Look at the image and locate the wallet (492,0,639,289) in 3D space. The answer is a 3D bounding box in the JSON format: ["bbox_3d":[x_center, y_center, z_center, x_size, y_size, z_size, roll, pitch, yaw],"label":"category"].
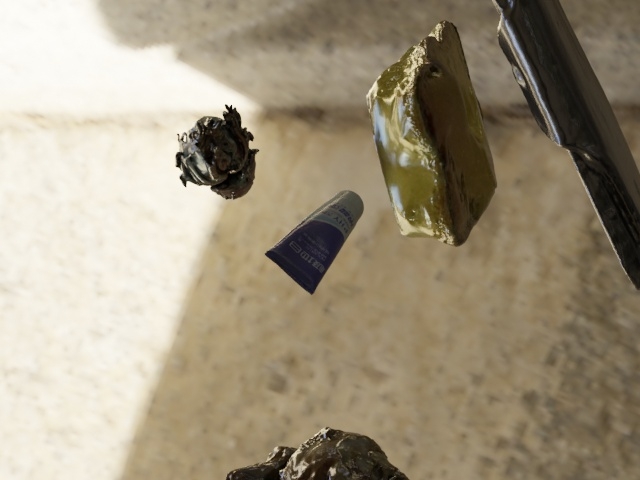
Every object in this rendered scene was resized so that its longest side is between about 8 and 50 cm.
[{"bbox_3d":[0.167,-0.143,1.403,0.051,0.377,0.197,-25,16,15],"label":"wallet"}]

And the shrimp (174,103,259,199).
[{"bbox_3d":[-0.112,-0.093,1.955,0.090,0.233,0.079,-34,79,-2],"label":"shrimp"}]

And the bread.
[{"bbox_3d":[0.093,-0.087,1.585,0.088,0.233,0.161,-20,101,13],"label":"bread"}]

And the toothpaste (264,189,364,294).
[{"bbox_3d":[0.000,0.000,0.743,0.024,0.083,0.015,42,116,1],"label":"toothpaste"}]

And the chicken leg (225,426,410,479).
[{"bbox_3d":[-0.014,0.200,1.048,0.125,0.080,0.196,8,76,30],"label":"chicken leg"}]
